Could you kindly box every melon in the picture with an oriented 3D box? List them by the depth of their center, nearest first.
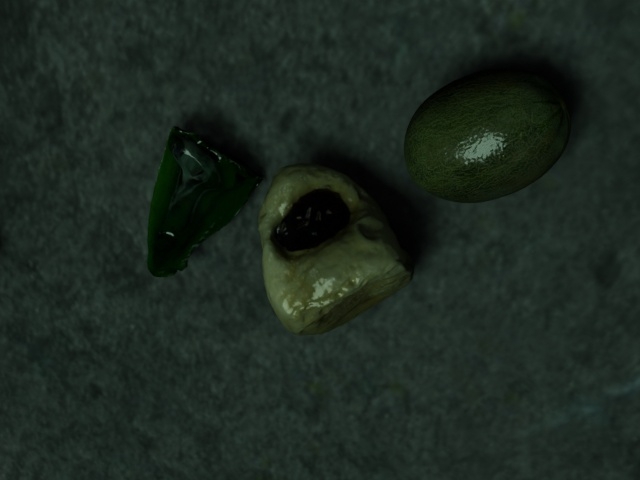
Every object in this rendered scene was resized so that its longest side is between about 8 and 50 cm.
[{"bbox_3d":[0.143,-0.093,1.222,0.167,0.114,0.114,-20,110,38],"label":"melon"}]

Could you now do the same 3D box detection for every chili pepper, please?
[{"bbox_3d":[-0.138,-0.034,1.462,0.108,0.062,0.216,32,134,6],"label":"chili pepper"}]

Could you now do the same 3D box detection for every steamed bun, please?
[{"bbox_3d":[0.000,0.000,1.359,0.141,0.172,0.155,-29,78,2],"label":"steamed bun"}]
